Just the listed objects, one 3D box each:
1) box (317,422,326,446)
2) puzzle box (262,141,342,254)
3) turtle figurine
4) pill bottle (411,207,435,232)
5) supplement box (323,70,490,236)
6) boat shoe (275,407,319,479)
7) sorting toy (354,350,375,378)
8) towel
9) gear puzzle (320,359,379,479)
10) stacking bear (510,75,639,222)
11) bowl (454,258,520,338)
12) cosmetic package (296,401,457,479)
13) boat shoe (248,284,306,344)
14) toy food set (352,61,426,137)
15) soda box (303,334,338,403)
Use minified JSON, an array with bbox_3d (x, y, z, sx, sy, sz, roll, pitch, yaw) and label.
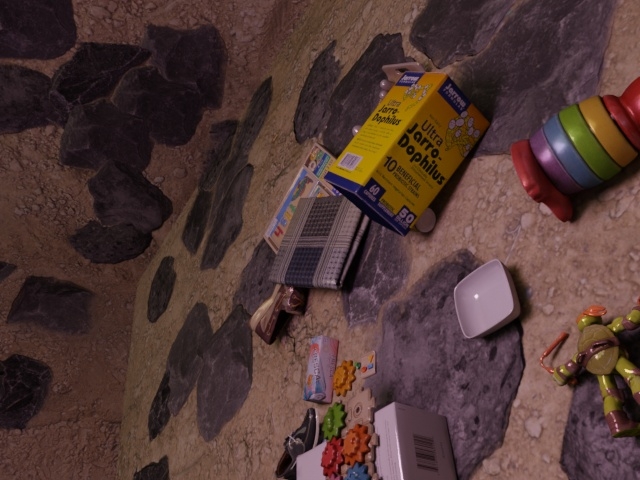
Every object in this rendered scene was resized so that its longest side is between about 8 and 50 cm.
[{"bbox_3d":[0.024,0.522,1.495,0.136,0.028,0.081,-30,46,53],"label":"box"},{"bbox_3d":[-0.040,-0.108,1.970,0.408,0.052,0.272,-59,41,16],"label":"puzzle box"},{"bbox_3d":[0.465,0.180,0.896,0.269,0.087,0.217,-49,33,32],"label":"turtle figurine"},{"bbox_3d":[0.240,-0.056,1.482,0.116,0.065,0.065,10,80,61],"label":"pill bottle"},{"bbox_3d":[0.213,-0.223,1.432,0.356,0.194,0.195,-53,29,-1],"label":"supplement box"},{"bbox_3d":[-0.058,0.548,1.522,0.084,0.079,0.233,-111,37,-66],"label":"boat shoe"},{"bbox_3d":[0.115,0.328,1.486,0.083,0.012,0.062,-38,41,43],"label":"sorting toy"},{"bbox_3d":[0.000,0.000,1.771,0.312,0.056,0.324,0,63,46],"label":"towel"},{"bbox_3d":[0.050,0.398,1.203,0.175,0.044,0.338,-43,31,38],"label":"gear puzzle"},{"bbox_3d":[0.510,-0.187,1.020,0.289,0.175,0.164,-34,49,33],"label":"stacking bear"},{"bbox_3d":[0.349,0.126,1.175,0.142,0.053,0.142,-43,37,38],"label":"bowl"},{"bbox_3d":[0.105,0.514,1.222,0.365,0.155,0.196,-44,35,39],"label":"cosmetic package"},{"bbox_3d":[-0.096,0.199,1.869,0.342,0.123,0.123,-50,62,10],"label":"boat shoe"},{"bbox_3d":[0.196,-0.407,1.778,0.220,0.092,0.306,26,94,62],"label":"toy food set"},{"bbox_3d":[0.002,0.364,1.605,0.058,0.063,0.183,-29,47,51],"label":"soda box"}]
